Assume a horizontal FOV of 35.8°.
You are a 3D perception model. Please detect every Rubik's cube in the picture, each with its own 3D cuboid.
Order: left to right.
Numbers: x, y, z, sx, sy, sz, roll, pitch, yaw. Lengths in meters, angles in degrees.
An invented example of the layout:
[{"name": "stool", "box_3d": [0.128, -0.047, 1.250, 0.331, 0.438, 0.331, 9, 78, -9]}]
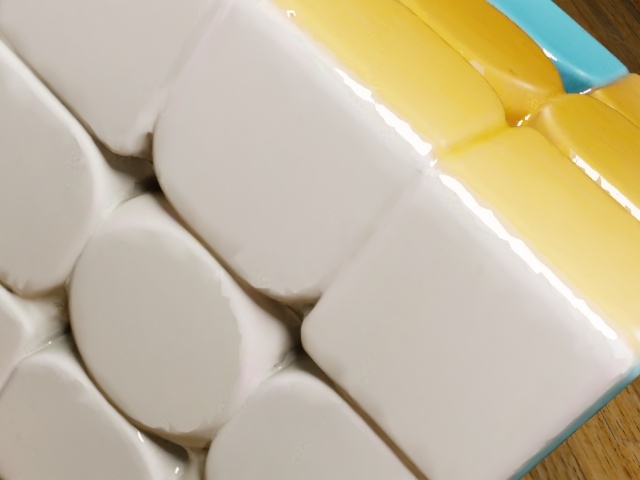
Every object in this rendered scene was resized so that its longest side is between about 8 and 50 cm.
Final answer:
[{"name": "Rubik's cube", "box_3d": [0.000, 0.000, 0.520, 0.291, 0.290, 0.292, 45, 31, 12]}]
